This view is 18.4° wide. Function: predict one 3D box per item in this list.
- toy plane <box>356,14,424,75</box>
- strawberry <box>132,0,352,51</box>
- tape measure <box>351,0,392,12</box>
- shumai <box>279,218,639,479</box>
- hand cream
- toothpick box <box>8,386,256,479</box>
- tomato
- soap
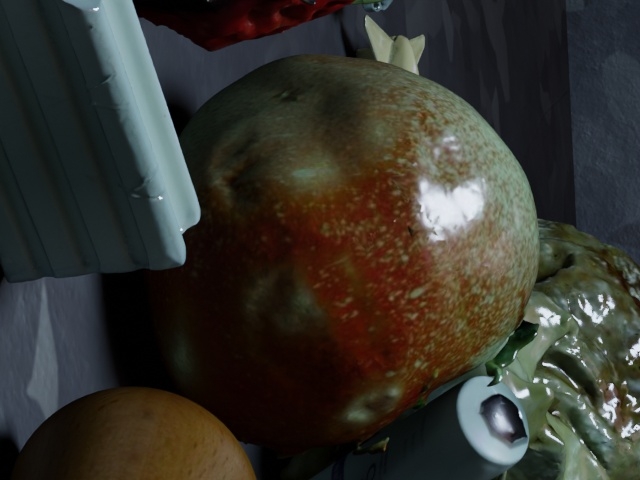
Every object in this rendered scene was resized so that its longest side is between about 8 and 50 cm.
[{"bbox_3d":[0.078,-0.091,1.985,0.242,0.104,0.256,9,70,-58],"label":"toy plane"},{"bbox_3d":[-0.061,-0.266,1.266,0.310,0.291,0.292,-121,-162,-66],"label":"strawberry"},{"bbox_3d":[0.037,-0.311,1.902,0.177,0.087,0.154,66,25,-55],"label":"tape measure"},{"bbox_3d":[0.149,0.159,1.699,0.348,0.395,0.395,15,72,-67],"label":"shumai"},{"bbox_3d":[0.044,0.195,1.507,0.067,0.320,0.109,24,50,-23],"label":"hand cream"},{"bbox_3d":[-0.125,0.203,1.070,0.294,0.192,0.192,-71,152,-64],"label":"toothpick box"},{"bbox_3d":[0.000,0.000,1.431,0.239,0.303,0.303,59,27,-25],"label":"tomato"},{"bbox_3d":[-0.153,-0.072,1.143,0.066,0.119,0.198,-77,156,-51],"label":"soap"}]
